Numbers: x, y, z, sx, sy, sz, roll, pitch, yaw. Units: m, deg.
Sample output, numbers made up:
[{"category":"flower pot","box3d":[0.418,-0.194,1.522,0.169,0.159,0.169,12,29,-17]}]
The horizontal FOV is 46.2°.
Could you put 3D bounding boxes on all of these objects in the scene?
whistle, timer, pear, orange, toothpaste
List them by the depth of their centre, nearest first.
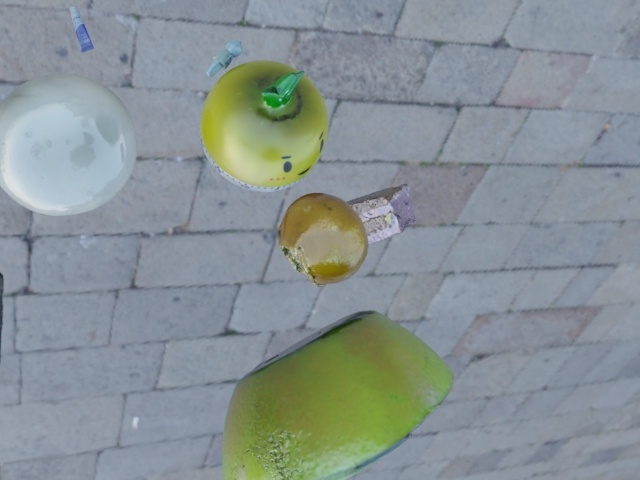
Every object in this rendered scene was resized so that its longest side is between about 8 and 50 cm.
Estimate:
[{"category":"pear","box3d":[-0.001,0.232,1.140,0.399,0.165,0.399,-29,178,-1]},{"category":"orange","box3d":[0.000,0.000,1.216,0.134,0.155,0.154,-31,151,-33]},{"category":"toothpaste","box3d":[-0.434,-0.384,1.362,0.024,0.083,0.015,-18,180,-2]},{"category":"timer","box3d":[-0.101,-0.251,1.490,0.285,0.285,0.285,-13,142,-11]},{"category":"whistle","box3d":[-0.193,-0.368,1.511,0.100,0.035,0.035,-49,144,-11]}]

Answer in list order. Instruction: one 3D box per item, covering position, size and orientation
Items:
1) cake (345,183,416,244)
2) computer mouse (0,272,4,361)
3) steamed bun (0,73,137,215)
[{"category":"cake","box3d":[0.081,-0.038,1.776,0.296,0.115,0.113,-21,-174,16]},{"category":"computer mouse","box3d":[-0.445,0.099,0.976,0.062,0.192,0.105,1,114,-24]},{"category":"steamed bun","box3d":[-0.564,-0.206,1.661,0.325,0.206,0.324,-13,118,-25]}]
